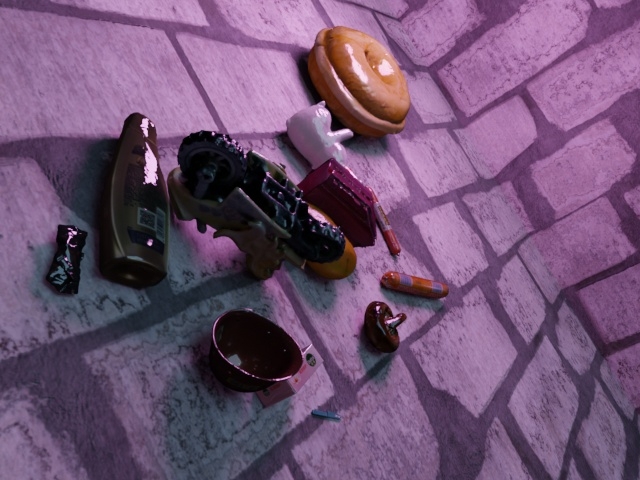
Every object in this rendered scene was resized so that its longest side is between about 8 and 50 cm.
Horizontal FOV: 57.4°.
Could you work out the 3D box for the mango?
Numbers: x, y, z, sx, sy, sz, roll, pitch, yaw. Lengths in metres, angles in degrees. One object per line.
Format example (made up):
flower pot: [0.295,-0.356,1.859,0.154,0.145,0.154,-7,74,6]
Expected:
mango: [0.000,0.000,1.428,0.227,0.109,0.147,50,35,-9]

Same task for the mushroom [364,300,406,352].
mushroom: [0.164,0.217,1.489,0.170,0.080,0.135,-7,81,-56]

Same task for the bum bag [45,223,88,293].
bum bag: [-0.404,0.027,0.934,0.058,0.034,0.124,36,37,-44]

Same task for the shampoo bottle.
shampoo bottle: [-0.338,-0.086,1.077,0.125,0.084,0.350,26,43,-43]

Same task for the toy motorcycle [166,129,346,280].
toy motorcycle: [-0.141,-0.058,1.181,0.410,0.237,0.169,38,51,-31]

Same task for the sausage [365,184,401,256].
sausage: [0.191,-0.063,1.811,0.034,0.034,0.253,-3,64,-54]

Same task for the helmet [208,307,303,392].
helmet: [-0.128,0.216,1.060,0.175,0.106,0.155,14,37,-22]

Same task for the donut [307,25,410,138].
donut: [0.140,-0.539,2.003,0.449,0.198,0.449,32,40,-32]

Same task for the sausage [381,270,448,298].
sausage: [0.290,0.136,1.749,0.347,0.053,0.053,15,51,-47]

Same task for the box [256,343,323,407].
box: [-0.060,0.263,1.139,0.043,0.089,0.125,55,31,-2]

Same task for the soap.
soap: [0.054,-0.075,1.525,0.250,0.162,0.099,41,29,-27]

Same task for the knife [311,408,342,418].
knife: [0.014,0.364,1.226,0.091,0.005,0.014,27,44,-39]

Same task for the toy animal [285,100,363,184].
toy animal: [0.021,-0.247,1.652,0.282,0.140,0.138,51,41,-2]
